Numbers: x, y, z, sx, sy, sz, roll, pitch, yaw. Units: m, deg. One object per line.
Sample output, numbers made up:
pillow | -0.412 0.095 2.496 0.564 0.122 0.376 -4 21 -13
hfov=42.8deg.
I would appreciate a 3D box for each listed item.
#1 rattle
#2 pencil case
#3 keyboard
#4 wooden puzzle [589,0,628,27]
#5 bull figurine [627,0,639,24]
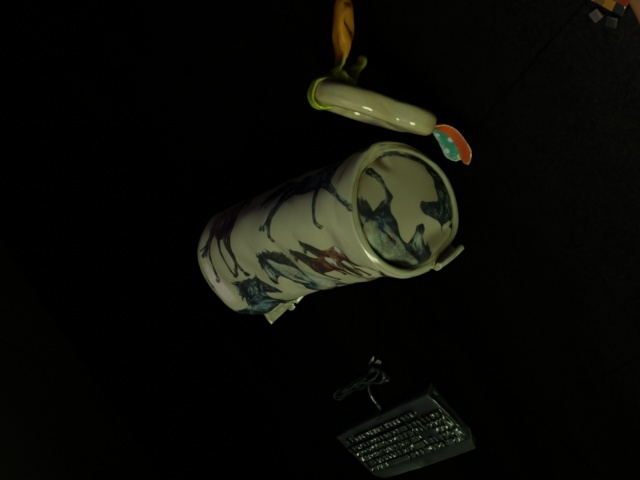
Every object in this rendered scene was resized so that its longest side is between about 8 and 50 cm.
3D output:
rattle | 0.096 -0.182 0.937 0.200 0.142 0.130 17 167 19
pencil case | 0.000 0.000 1.094 0.183 0.160 0.410 47 147 -17
keyboard | 0.108 0.298 1.351 0.201 0.033 0.317 50 144 3
wooden puzzle | 0.259 -0.233 0.730 0.049 0.006 0.083 37 143 19
bull figurine | 0.271 -0.252 0.618 0.310 0.101 0.188 55 143 -4
